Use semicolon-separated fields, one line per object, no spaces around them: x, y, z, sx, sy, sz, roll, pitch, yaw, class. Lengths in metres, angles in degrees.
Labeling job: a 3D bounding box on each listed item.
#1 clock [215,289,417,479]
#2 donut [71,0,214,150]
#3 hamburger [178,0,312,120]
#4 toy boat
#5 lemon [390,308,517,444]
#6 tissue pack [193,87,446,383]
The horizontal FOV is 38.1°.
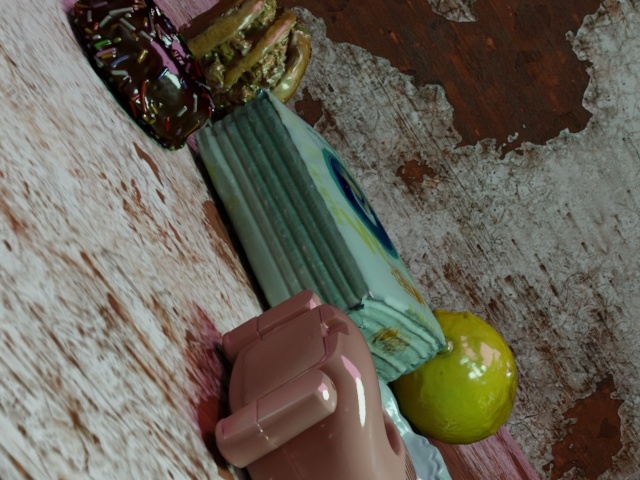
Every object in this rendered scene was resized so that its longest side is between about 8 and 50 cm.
0.018;0.193;0.888;0.241;0.142;0.227;59;8;-19;clock
-0.221;-0.232;1.210;0.235;0.089;0.235;58;8;-13;donut
-0.136;-0.324;1.609;0.211;0.245;0.260;46;-27;-20;hamburger
0.067;0.241;1.114;0.290;0.100;0.199;53;10;-24;toy boat
0.242;0.249;1.670;0.288;0.233;0.233;55;8;-53;lemon
0.000;0.000;1.345;0.287;0.162;0.388;35;24;-56;tissue pack
